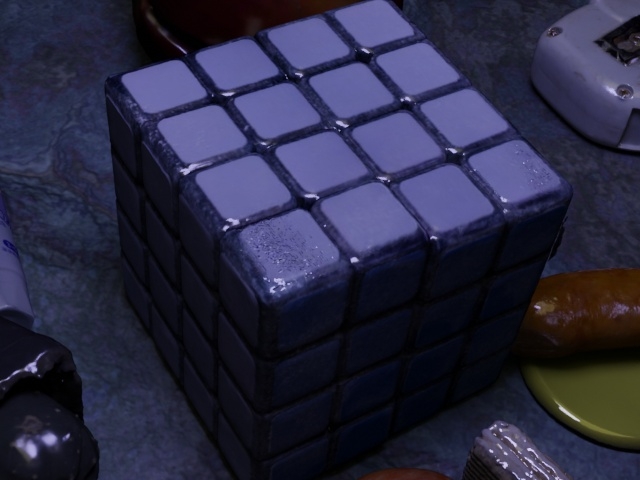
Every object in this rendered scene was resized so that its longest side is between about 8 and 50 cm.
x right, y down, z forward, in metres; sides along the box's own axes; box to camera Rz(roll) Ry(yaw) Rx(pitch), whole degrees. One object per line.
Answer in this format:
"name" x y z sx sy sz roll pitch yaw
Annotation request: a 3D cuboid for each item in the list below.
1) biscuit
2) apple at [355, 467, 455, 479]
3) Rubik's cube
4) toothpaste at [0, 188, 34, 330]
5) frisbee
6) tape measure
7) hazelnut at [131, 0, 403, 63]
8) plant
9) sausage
"biscuit" 0.236 0.287 1.042 0.062 0.108 0.239 -32 58 -27
"apple" 0.076 0.302 0.961 0.188 0.188 0.174 18 38 10
"Rubik's cube" 0.000 0.000 1.116 0.337 0.344 0.343 -20 52 -24
"toothpaste" -0.424 -0.031 1.275 0.125 0.080 0.371 17 32 -44
"frisbee" 0.349 0.143 1.247 0.236 0.017 0.235 3 47 -3
"tape measure" 0.461 -0.247 1.540 0.265 0.130 0.258 -32 61 -30
"hazelnut" -0.074 -0.387 1.441 0.402 0.402 0.429 -3 37 -10
"plant" -0.312 0.168 1.052 0.142 0.164 0.256 -27 55 -29
"sausage" 0.334 0.083 1.221 0.271 0.108 0.108 -2 48 -9
